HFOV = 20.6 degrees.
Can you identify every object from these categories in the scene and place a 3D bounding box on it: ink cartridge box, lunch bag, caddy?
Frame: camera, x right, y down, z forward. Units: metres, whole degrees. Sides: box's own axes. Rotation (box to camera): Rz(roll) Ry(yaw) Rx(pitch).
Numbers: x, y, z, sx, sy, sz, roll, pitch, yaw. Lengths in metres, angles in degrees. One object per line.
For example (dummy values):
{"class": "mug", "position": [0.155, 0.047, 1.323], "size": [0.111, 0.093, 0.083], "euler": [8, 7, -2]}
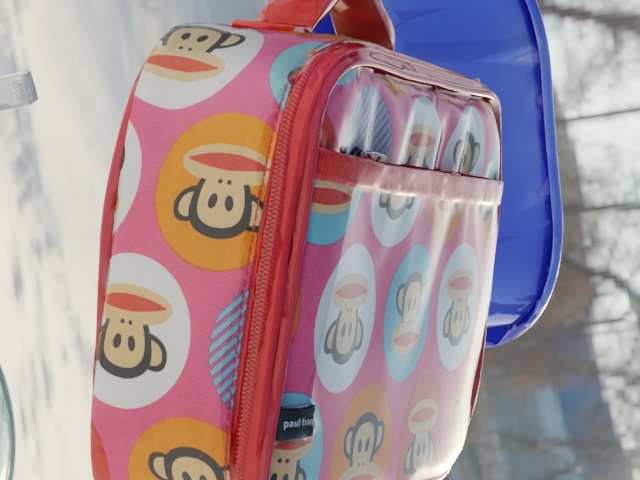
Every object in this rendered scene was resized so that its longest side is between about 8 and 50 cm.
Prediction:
{"class": "ink cartridge box", "position": [-0.302, -0.118, 1.504], "size": [0.063, 0.115, 0.029], "euler": [-120, -164, -81]}
{"class": "lunch bag", "position": [0.000, 0.000, 0.854], "size": [0.293, 0.120, 0.258], "euler": [0, 98, -68]}
{"class": "caddy", "position": [0.083, -0.078, 1.388], "size": [0.241, 0.179, 0.341], "euler": [9, -74, 59]}

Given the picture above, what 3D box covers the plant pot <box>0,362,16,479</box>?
{"class": "plant pot", "position": [-0.326, 0.135, 1.121], "size": [0.235, 0.293, 0.293], "euler": [-165, -114, -68]}
